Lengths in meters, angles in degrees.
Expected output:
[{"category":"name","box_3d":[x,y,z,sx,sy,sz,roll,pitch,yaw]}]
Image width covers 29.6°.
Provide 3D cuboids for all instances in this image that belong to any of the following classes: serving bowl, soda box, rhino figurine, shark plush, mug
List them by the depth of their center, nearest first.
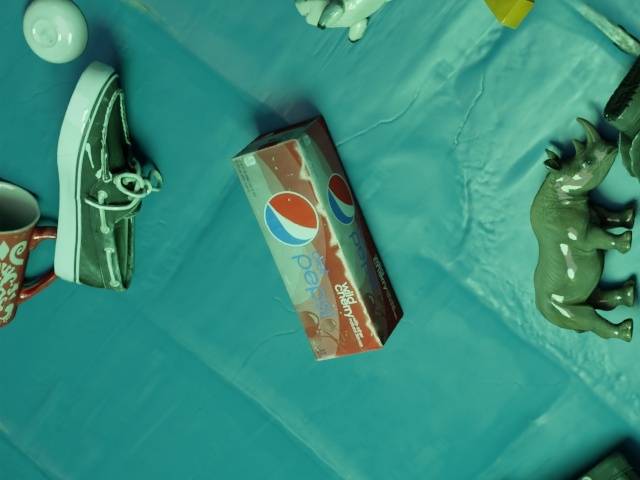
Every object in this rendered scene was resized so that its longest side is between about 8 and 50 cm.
[{"category":"shark plush","box_3d":[0.040,-0.275,1.258,0.161,0.073,0.067,-43,63,36]},{"category":"rhino figurine","box_3d":[0.274,-0.011,1.273,0.106,0.073,0.243,1,112,18]},{"category":"soda box","box_3d":[0.000,0.000,1.380,0.092,0.083,0.263,-14,108,27]},{"category":"serving bowl","box_3d":[-0.317,-0.246,1.426,0.083,0.027,0.083,9,117,18]},{"category":"mug","box_3d":[-0.409,0.031,1.545,0.150,0.113,0.169,26,123,11]}]

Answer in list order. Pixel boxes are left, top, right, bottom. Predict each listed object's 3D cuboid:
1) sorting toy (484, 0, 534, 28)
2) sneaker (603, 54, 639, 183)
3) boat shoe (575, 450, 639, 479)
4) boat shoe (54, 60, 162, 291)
[{"category":"sorting toy","box_3d":[0.138,-0.342,1.079,0.229,0.041,0.307,-53,43,29]},{"category":"sneaker","box_3d":[0.344,-0.142,1.196,0.089,0.051,0.170,31,102,-24]},{"category":"boat shoe","box_3d":[0.242,0.342,1.428,0.340,0.127,0.113,-36,67,38]},{"category":"boat shoe","box_3d":[-0.249,-0.064,1.435,0.105,0.113,0.306,17,121,6]}]
